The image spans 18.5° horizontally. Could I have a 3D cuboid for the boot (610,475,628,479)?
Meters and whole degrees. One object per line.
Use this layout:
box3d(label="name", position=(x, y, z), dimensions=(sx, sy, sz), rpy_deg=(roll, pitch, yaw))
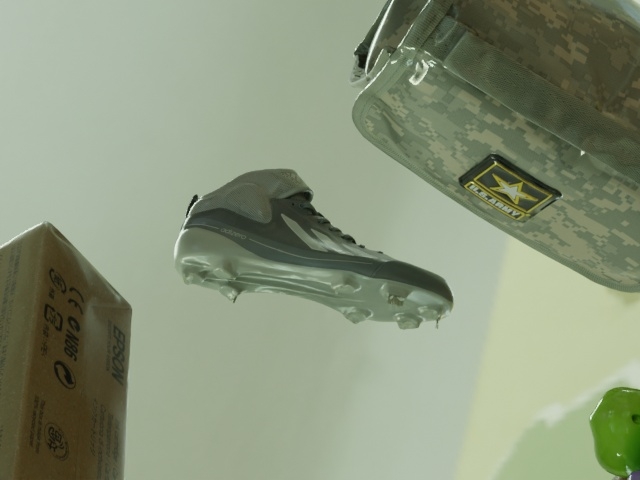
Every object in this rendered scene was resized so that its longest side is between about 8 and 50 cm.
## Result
box3d(label="boot", position=(0.223, 0.206, 1.179), dimensions=(0.207, 0.248, 0.090), rpy_deg=(-27, -128, -23))

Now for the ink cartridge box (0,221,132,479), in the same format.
box3d(label="ink cartridge box", position=(-0.202, 0.125, 1.055), dimensions=(0.088, 0.193, 0.234), rpy_deg=(47, -158, -30))

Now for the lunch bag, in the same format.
box3d(label="lunch bag", position=(0.147, -0.091, 1.281), dimensions=(0.235, 0.169, 0.287), rpy_deg=(32, -167, -6))

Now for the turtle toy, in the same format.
box3d(label="turtle toy", position=(0.181, 0.115, 0.938), dimensions=(0.095, 0.066, 0.130), rpy_deg=(13, -148, -49))

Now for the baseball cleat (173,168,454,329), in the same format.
box3d(label="baseball cleat", position=(0.000, 0.000, 1.406), dimensions=(0.072, 0.206, 0.109), rpy_deg=(91, -169, -59))
